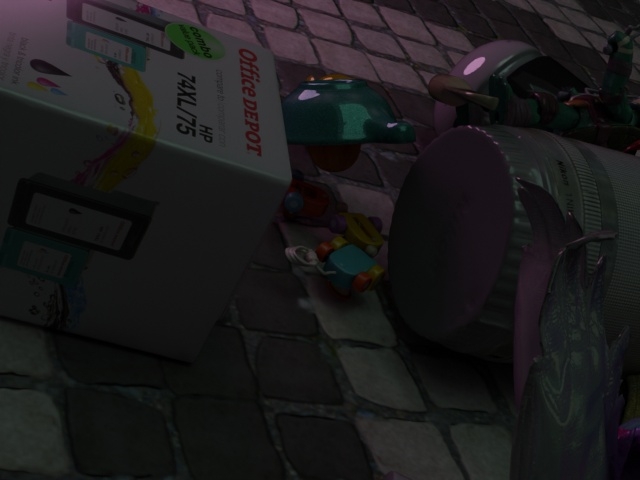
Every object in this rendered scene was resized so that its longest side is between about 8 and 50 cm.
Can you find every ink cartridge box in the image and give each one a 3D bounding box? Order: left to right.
[{"bbox_3d":[-0.187,-0.065,0.831,0.270,0.197,0.198,17,35,-20],"label":"ink cartridge box"}]

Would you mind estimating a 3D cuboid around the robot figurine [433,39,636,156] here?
[{"bbox_3d":[0.261,-0.115,1.284,0.278,0.173,0.209,44,-8,21],"label":"robot figurine"}]

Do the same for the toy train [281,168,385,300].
[{"bbox_3d":[0.000,0.000,1.035,0.125,0.046,0.166,18,31,-15],"label":"toy train"}]

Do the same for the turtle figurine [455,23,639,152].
[{"bbox_3d":[0.267,-0.138,1.098,0.234,0.175,0.118,-6,70,-18],"label":"turtle figurine"}]

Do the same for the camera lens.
[{"bbox_3d":[0.231,0.014,1.028,0.274,0.219,0.219,11,37,-27],"label":"camera lens"}]

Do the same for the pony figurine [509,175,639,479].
[{"bbox_3d":[0.184,0.160,0.608,0.364,0.350,0.303,10,9,10],"label":"pony figurine"}]

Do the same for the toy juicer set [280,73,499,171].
[{"bbox_3d":[0.024,-0.119,1.083,0.329,0.089,0.209,1,12,15],"label":"toy juicer set"}]

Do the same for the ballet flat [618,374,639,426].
[{"bbox_3d":[0.253,0.202,0.897,0.123,0.123,0.348,38,31,14],"label":"ballet flat"}]

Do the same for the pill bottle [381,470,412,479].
[{"bbox_3d":[0.103,0.226,0.758,0.152,0.086,0.086,29,32,-2],"label":"pill bottle"}]
